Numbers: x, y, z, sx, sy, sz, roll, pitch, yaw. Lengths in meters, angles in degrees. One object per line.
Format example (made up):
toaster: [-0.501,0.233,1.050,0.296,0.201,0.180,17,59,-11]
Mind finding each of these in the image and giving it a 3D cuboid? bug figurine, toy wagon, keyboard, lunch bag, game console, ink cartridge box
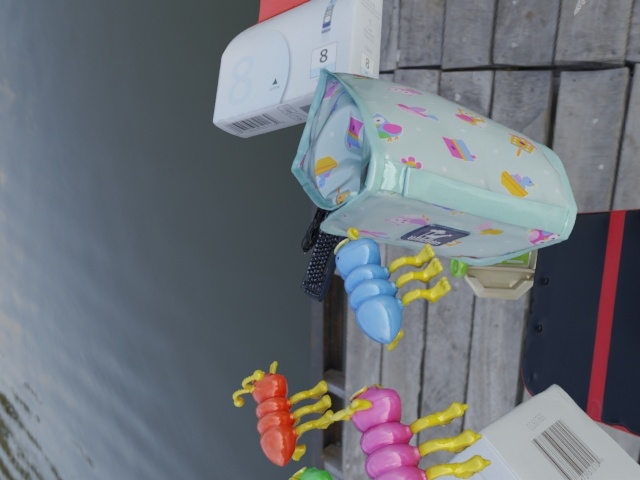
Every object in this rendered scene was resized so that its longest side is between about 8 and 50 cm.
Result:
bug figurine: [0.011,0.136,0.428,0.279,0.072,0.216,-60,37,35]
toy wagon: [0.461,-0.027,1.324,0.068,0.267,0.345,-142,57,-72]
keyboard: [0.000,0.000,0.908,0.100,0.038,0.192,21,91,57]
lunch bag: [0.104,-0.071,0.569,0.262,0.223,0.160,-120,45,-63]
game console: [0.519,0.132,0.965,0.342,0.060,0.387,1,81,63]
ink cartridge box: [-0.040,-0.398,0.955,0.308,0.091,0.385,-5,76,39]

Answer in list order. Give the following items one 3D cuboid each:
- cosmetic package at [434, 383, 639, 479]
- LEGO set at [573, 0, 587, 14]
cosmetic package: [0.202,0.385,0.717,0.156,0.217,0.385,49,128,30]
LEGO set: [0.551,-0.594,1.125,0.244,0.060,0.182,43,167,-6]
